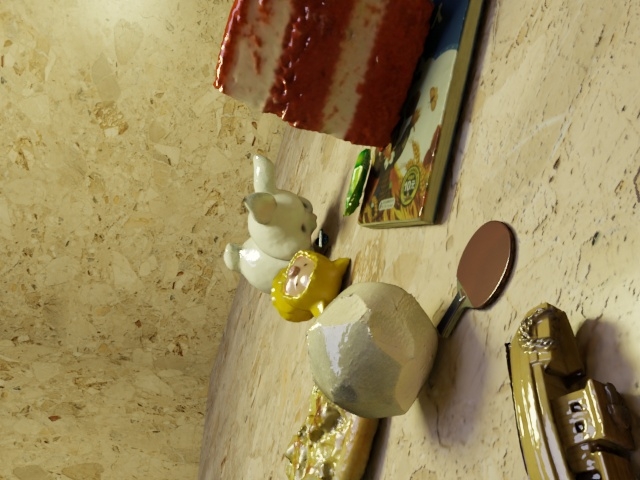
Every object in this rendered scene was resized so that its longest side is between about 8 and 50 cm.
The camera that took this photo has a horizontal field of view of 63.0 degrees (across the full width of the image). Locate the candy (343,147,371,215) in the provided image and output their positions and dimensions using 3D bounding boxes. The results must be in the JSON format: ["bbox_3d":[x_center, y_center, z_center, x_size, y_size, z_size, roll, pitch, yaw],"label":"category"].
[{"bbox_3d":[0.075,-0.120,1.044,0.178,0.031,0.102,-67,-10,-66],"label":"candy"}]

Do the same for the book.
[{"bbox_3d":[0.165,-0.232,0.885,0.300,0.039,0.429,177,106,-78],"label":"book"}]

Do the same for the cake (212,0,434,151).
[{"bbox_3d":[0.000,-0.347,0.907,0.269,0.319,0.270,-94,21,-62],"label":"cake"}]

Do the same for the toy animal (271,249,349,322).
[{"bbox_3d":[-0.032,0.109,1.162,0.229,0.156,0.156,-23,54,61],"label":"toy animal"}]

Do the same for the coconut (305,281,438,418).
[{"bbox_3d":[0.060,0.137,0.647,0.162,0.161,0.161,-37,-25,-54],"label":"coconut"}]

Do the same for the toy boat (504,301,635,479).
[{"bbox_3d":[0.190,0.141,0.382,0.072,0.064,0.206,-39,37,38],"label":"toy boat"}]

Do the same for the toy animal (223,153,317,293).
[{"bbox_3d":[-0.130,-0.027,1.323,0.368,0.241,0.196,97,171,-48],"label":"toy animal"}]

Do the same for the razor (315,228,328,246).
[{"bbox_3d":[0.005,0.000,1.320,0.154,0.028,0.044,137,135,-84],"label":"razor"}]

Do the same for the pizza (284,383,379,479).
[{"bbox_3d":[0.006,0.330,0.845,0.223,0.089,0.324,-133,64,-74],"label":"pizza"}]

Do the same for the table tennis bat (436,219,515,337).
[{"bbox_3d":[0.179,0.049,0.611,0.095,0.014,0.158,-103,32,-59],"label":"table tennis bat"}]
